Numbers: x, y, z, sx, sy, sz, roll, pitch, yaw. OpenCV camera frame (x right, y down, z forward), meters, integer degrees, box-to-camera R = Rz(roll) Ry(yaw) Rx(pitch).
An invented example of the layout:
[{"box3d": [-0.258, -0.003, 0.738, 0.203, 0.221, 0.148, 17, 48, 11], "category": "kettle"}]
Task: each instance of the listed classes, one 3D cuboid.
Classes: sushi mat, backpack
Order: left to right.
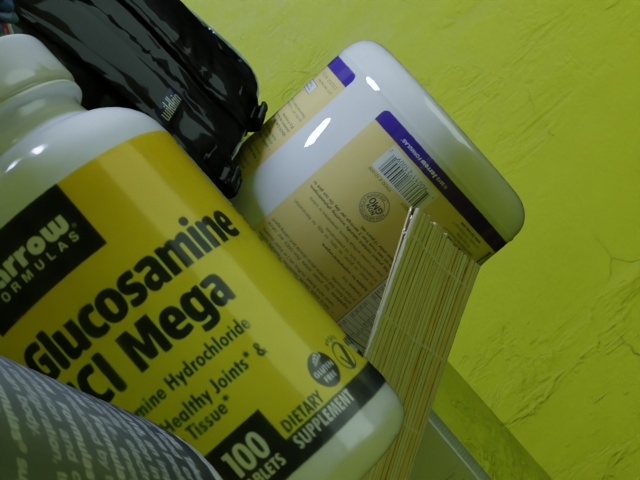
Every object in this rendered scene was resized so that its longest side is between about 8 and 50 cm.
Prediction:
[{"box3d": [-0.198, -0.137, 1.011, 0.253, 0.191, 0.225, 49, 41, -30], "category": "backpack"}, {"box3d": [0.057, 0.140, 0.945, 0.019, 0.316, 0.151, 13, -12, 32], "category": "sushi mat"}]

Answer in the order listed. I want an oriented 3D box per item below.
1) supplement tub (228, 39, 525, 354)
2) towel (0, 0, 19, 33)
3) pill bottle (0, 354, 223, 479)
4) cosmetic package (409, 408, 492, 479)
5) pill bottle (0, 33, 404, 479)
[{"box3d": [0.000, 0.000, 1.109, 0.241, 0.331, 0.241, 47, 7, -8], "category": "supplement tub"}, {"box3d": [-0.310, -0.193, 0.497, 0.336, 0.040, 0.243, 18, 23, -47], "category": "towel"}, {"box3d": [-0.121, 0.121, 0.387, 0.161, 0.161, 0.283, 53, 8, 37], "category": "pill bottle"}, {"box3d": [0.092, 0.240, 1.262, 0.231, 0.117, 0.085, 51, 6, 11], "category": "cosmetic package"}, {"box3d": [-0.121, 0.043, 0.716, 0.334, 0.188, 0.188, 48, 7, 4], "category": "pill bottle"}]
